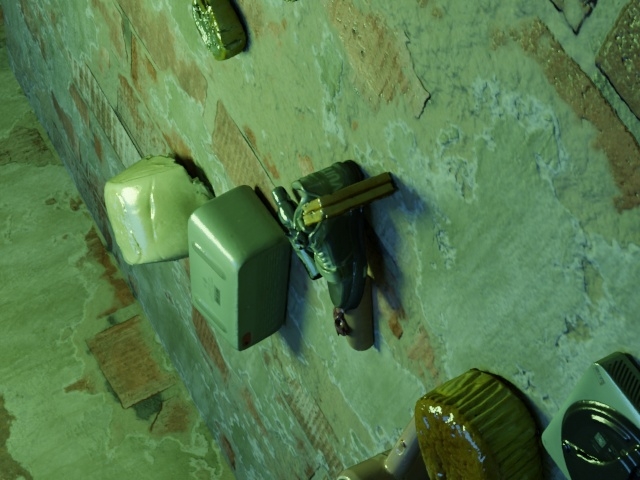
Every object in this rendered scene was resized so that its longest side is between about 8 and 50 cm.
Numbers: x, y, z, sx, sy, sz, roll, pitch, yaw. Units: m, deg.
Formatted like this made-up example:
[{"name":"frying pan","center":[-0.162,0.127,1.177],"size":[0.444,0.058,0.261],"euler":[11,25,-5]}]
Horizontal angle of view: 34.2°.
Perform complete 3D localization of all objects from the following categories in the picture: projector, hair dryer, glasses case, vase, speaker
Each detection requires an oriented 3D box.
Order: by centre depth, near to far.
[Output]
[{"name":"projector","center":[0.424,0.319,1.431],"size":[0.257,0.079,0.259],"euler":[55,154,27]},{"name":"hair dryer","center":[0.158,0.404,2.029],"size":[0.106,0.189,0.344],"euler":[52,140,30]},{"name":"glasses case","center":[0.049,0.129,2.096],"size":[0.102,0.070,0.193],"euler":[46,150,43]},{"name":"vase","center":[-0.043,-0.021,2.162],"size":[0.211,0.060,0.060],"euler":[61,158,10]},{"name":"speaker","center":[-0.188,0.077,2.444],"size":[0.184,0.183,0.406],"euler":[47,152,27]}]

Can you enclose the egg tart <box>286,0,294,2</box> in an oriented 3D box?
[{"name":"egg tart","center":[-0.074,-0.461,1.816],"size":[0.105,0.039,0.105],"euler":[47,152,34]}]

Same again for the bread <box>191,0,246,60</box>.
[{"name":"bread","center":[-0.211,-0.442,2.110],"size":[0.156,0.064,0.117],"euler":[61,156,9]}]

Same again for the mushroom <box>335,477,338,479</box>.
[{"name":"mushroom","center":[0.093,0.599,2.470],"size":[0.210,0.072,0.094],"euler":[-14,101,64]}]

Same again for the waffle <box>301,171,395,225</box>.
[{"name":"waffle","center":[0.046,-0.071,1.796],"size":[0.042,0.148,0.102],"euler":[69,159,-2]}]

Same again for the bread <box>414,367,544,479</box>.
[{"name":"bread","center":[0.265,0.353,1.749],"size":[0.227,0.142,0.253],"euler":[23,132,49]}]

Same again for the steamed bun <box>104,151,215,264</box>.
[{"name":"steamed bun","center":[-0.401,-0.081,2.716],"size":[0.272,0.273,0.290],"euler":[-11,106,51]}]

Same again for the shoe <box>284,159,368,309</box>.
[{"name":"shoe","center":[0.001,0.001,1.916],"size":[0.109,0.149,0.293],"euler":[33,128,56]}]
